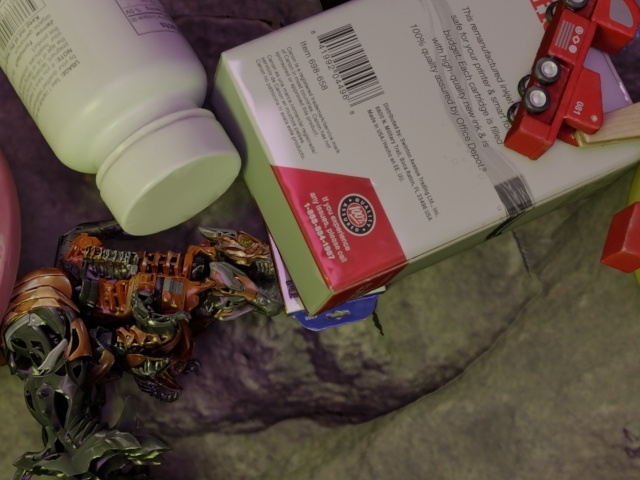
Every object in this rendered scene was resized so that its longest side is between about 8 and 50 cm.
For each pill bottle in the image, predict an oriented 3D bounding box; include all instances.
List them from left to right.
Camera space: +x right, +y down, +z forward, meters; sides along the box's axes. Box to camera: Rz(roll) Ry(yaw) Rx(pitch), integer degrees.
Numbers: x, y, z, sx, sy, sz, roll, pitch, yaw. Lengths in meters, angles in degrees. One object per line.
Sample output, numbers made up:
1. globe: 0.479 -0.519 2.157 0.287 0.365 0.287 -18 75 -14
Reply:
1. pill bottle: -0.160 -0.124 1.280 0.131 0.131 0.229 -32 72 -6

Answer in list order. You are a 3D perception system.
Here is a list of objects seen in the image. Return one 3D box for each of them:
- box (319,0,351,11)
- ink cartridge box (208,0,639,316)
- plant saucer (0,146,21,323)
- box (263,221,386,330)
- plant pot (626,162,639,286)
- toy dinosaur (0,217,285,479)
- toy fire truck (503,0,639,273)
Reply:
1. box: 0.055 -0.293 1.294 0.168 0.203 0.167 -20 82 -5
2. ink cartridge box: 0.080 -0.089 1.289 0.273 0.114 0.197 -23 82 -13
3. plant saucer: -0.388 0.005 1.247 0.332 0.084 0.332 -5 66 12
4. box: 0.000 0.000 1.335 0.081 0.028 0.136 -14 79 -4
5. plant pot: 0.371 -0.026 1.242 0.254 0.239 0.254 0 82 -1
6. toy dinosaur: -0.184 0.094 1.281 0.322 0.164 0.218 -23 67 13
7. toy fire truck: 0.208 -0.088 1.228 0.135 0.047 0.192 24 74 -5
